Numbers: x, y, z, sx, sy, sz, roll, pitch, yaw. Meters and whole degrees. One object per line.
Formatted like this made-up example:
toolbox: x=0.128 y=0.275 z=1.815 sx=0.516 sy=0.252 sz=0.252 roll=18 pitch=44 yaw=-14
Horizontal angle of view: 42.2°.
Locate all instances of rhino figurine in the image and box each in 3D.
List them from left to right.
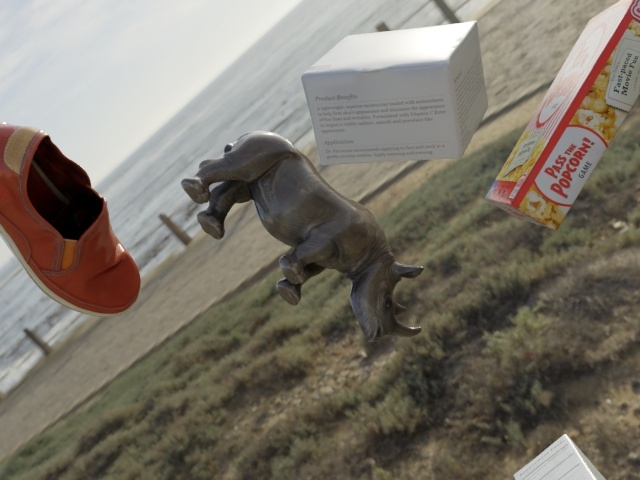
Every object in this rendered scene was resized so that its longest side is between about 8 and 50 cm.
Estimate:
rhino figurine: x=0.000 y=0.000 z=0.723 sx=0.106 sy=0.243 sz=0.073 roll=-51 pitch=6 yaw=-26

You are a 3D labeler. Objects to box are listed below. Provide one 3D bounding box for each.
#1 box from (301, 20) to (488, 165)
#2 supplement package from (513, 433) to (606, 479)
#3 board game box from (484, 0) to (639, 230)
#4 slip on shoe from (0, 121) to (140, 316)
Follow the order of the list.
box: x=0.098 y=-0.183 z=1.023 sx=0.181 sy=0.119 sz=0.182 roll=0 pitch=28 yaw=23
supplement package: x=0.351 y=0.365 z=1.145 sx=0.105 sy=0.105 sz=0.179 roll=-41 pitch=2 yaw=7
board game box: x=0.217 y=-0.105 z=0.706 sx=0.193 sy=0.045 sz=0.147 roll=-60 pitch=0 yaw=5
slip on shoe: x=-0.292 y=-0.012 z=0.972 sx=0.101 sy=0.331 sz=0.123 roll=1 pitch=54 yaw=21
